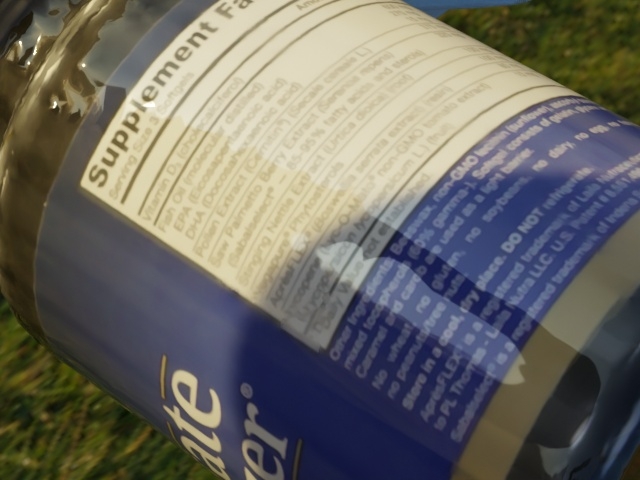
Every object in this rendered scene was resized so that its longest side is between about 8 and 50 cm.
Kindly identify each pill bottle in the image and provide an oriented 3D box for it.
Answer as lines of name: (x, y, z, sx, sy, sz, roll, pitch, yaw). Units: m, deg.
pill bottle: (0.000, 0.000, 0.426, 0.219, 0.122, 0.123, 32, 45, 28)

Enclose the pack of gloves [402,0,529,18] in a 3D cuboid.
pack of gloves: (0.033, -0.156, 0.568, 0.046, 0.232, 0.195, -104, 173, -48)
